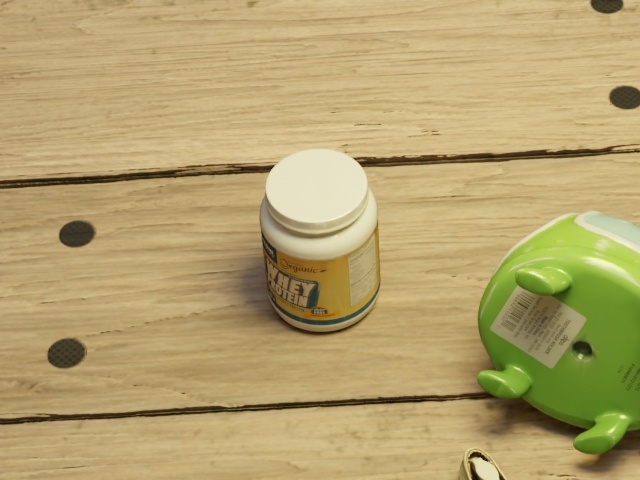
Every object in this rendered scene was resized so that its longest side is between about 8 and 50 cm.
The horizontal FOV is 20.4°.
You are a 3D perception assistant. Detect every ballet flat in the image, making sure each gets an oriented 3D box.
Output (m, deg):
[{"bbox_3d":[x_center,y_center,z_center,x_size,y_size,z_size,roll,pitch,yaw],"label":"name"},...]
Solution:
[{"bbox_3d":[0.203,0.301,1.990,0.057,0.052,0.168,-24,51,-17],"label":"ballet flat"}]

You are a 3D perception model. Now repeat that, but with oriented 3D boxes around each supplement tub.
[{"bbox_3d":[0.000,0.000,2.174,0.144,0.199,0.144,-2,48,2],"label":"supplement tub"}]

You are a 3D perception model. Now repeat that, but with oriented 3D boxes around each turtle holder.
[{"bbox_3d":[0.353,0.089,2.049,0.320,0.243,0.227,7,31,22],"label":"turtle holder"}]
